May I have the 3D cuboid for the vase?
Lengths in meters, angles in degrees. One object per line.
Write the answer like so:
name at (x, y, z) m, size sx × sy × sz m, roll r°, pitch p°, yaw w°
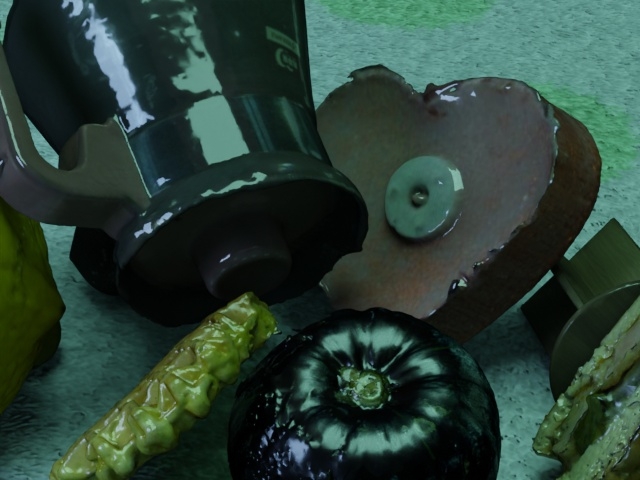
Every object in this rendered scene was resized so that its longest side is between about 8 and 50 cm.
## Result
vase at (-0.162, 0.008, 1.613) m, size 0.183 × 0.120 × 0.120 m, roll 15°, pitch 32°, yaw -8°

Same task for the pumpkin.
pumpkin at (0.036, 0.166, 1.306) m, size 0.233 × 0.163 × 0.233 m, roll -2°, pitch 44°, yaw 2°

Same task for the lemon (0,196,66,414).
lemon at (-0.399, 0.040, 1.365) m, size 0.336 × 0.336 × 0.336 m, roll 0°, pitch 33°, yaw 0°

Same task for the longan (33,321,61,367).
longan at (-0.290, 0.094, 1.513) m, size 0.075 × 0.075 × 0.083 m, roll 27°, pitch 82°, yaw 35°

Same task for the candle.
candle at (0.113, -0.016, 1.506) m, size 0.317 × 0.287 × 0.131 m, roll 1°, pitch -17°, yaw 41°

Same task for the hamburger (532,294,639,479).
hamburger at (0.295, 0.132, 1.328) m, size 0.131 × 0.262 × 0.124 m, roll 31°, pitch 14°, yaw -20°

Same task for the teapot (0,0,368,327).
teapot at (-0.147, -0.116, 1.435) m, size 0.376 × 0.305 × 0.361 m, roll 6°, pitch 49°, yaw -42°

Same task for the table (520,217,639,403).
table at (0.268, 0.068, 1.492) m, size 0.167 × 0.167 × 0.226 m, roll -4°, pitch 24°, yaw -8°

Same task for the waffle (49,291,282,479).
waffle at (-0.120, 0.124, 1.332) m, size 0.056 × 0.249 × 0.253 m, roll 49°, pitch 46°, yaw -2°
